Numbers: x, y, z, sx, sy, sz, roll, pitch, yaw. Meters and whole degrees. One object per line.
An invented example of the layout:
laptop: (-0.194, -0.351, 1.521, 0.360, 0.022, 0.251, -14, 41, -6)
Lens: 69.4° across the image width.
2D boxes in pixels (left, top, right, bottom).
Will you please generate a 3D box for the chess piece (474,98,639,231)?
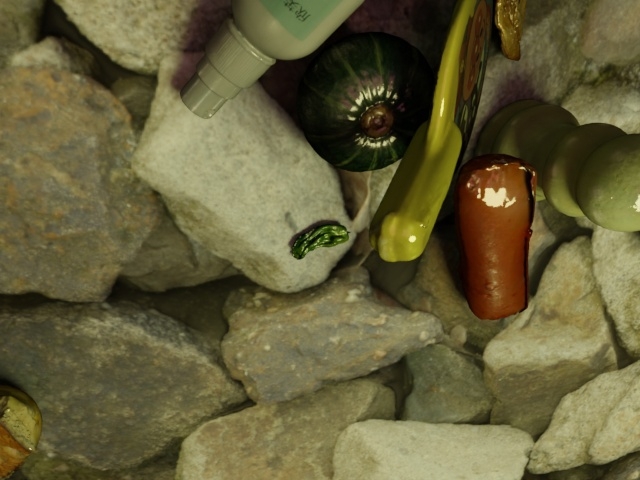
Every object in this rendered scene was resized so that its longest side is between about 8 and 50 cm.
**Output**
chess piece: (0.319, -0.088, 0.575, 0.145, 0.251, 0.144, -5, 114, -12)

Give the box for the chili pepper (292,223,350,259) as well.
chili pepper: (-0.001, -0.001, 0.664, 0.091, 0.030, 0.034, -21, 140, -1)

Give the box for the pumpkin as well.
pumpkin: (0.055, -0.162, 0.555, 0.167, 0.125, 0.167, -3, 114, -6)

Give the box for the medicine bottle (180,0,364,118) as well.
medicine bottle: (-0.024, -0.256, 0.474, 0.352, 0.110, 0.110, -36, 117, 28)

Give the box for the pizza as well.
pizza: (-0.459, 0.265, 0.654, 0.188, 0.080, 0.204, -3, 125, 13)

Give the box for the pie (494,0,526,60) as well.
pie: (0.233, -0.309, 0.572, 0.092, 0.034, 0.169, -29, 120, -44)

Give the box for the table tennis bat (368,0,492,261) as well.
table tennis bat: (0.137, -0.129, 0.499, 0.054, 0.368, 0.224, 15, 146, 22)

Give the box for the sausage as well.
sausage: (0.237, 0.007, 0.642, 0.102, 0.102, 0.330, -26, 137, -1)
